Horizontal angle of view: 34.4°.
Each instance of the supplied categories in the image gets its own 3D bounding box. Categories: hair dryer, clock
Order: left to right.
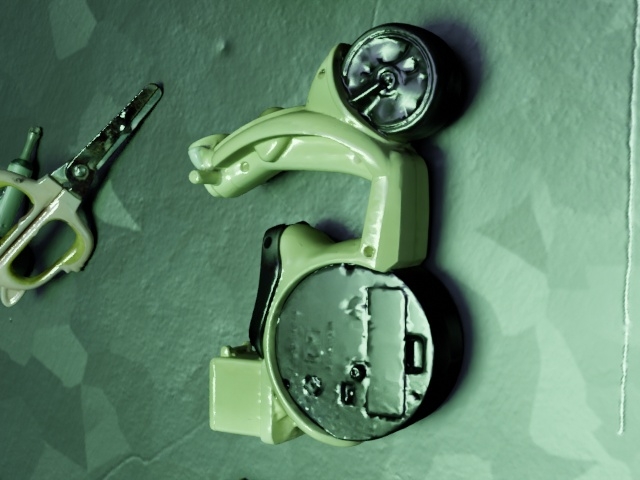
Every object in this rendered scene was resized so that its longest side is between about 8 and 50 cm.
[{"bbox_3d":[-0.381,-0.048,1.242,0.057,0.100,0.198,14,82,39],"label":"hair dryer"},{"bbox_3d":[0.000,0.000,0.963,0.276,0.120,0.379,-2,89,29],"label":"clock"}]

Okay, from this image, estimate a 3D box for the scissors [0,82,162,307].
[{"bbox_3d":[-0.289,-0.060,1.165,0.317,0.160,0.024,-46,25,10],"label":"scissors"}]

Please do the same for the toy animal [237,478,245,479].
[{"bbox_3d":[-0.140,0.299,1.038,0.181,0.136,0.073,-33,72,28],"label":"toy animal"}]
